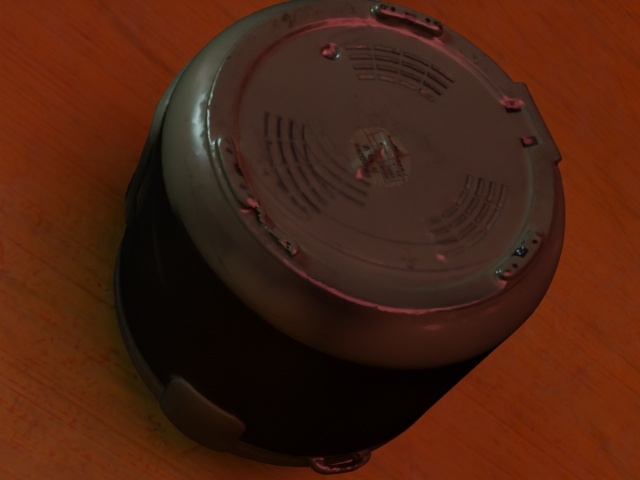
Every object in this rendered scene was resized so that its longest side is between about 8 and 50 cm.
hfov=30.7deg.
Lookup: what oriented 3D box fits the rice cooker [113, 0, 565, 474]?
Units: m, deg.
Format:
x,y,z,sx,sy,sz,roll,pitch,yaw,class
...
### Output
x,y,z,sx,sy,sz,roll,pitch,yaw,class
0.000,0.000,0.950,0.335,0.325,0.335,9,60,-15,rice cooker
